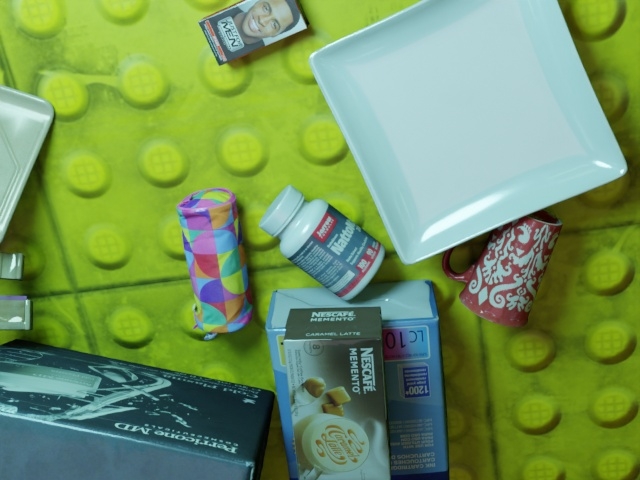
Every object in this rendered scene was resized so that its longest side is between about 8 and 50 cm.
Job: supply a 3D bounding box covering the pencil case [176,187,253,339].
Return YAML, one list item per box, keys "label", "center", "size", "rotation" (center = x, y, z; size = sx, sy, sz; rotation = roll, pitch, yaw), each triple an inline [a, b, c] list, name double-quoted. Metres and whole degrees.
- label: "pencil case"
  center: [-0.169, 0.037, 1.334]
  size: [0.104, 0.104, 0.236]
  rotation: [-2, 112, 6]

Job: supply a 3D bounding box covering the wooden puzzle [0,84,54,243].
- label: "wooden puzzle"
  center: [-0.545, -0.130, 1.275]
  size: [0.221, 0.044, 0.238]
  rotation: [18, 77, -3]

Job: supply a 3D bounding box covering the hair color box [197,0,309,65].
- label: "hair color box"
  center: [-0.095, -0.311, 1.205]
  size: [0.141, 0.043, 0.072]
  rotation: [-21, 109, 13]

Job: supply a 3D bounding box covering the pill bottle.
- label: "pill bottle"
  center: [0.000, 0.000, 1.296]
  size: [0.180, 0.108, 0.108]
  rotation: [37, 111, -11]

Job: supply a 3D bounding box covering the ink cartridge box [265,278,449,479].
- label: "ink cartridge box"
  center: [0.072, 0.276, 1.391]
  size: [0.270, 0.151, 0.395]
  rotation: [-4, 114, 7]

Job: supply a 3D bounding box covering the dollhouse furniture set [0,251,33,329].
- label: "dollhouse furniture set"
  center: [-0.616, -0.002, 1.374]
  size: [0.286, 0.198, 0.303]
  rotation: [2, 83, -19]

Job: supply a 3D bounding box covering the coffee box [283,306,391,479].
- label: "coffee box"
  center: [0.029, 0.227, 1.237]
  size: [0.141, 0.098, 0.246]
  rotation: [-2, 113, 6]

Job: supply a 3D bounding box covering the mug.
- label: "mug"
  center: [0.278, 0.028, 1.283]
  size: [0.150, 0.113, 0.169]
  rotation: [14, 111, -13]

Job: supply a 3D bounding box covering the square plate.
- label: "square plate"
  center: [0.208, -0.182, 1.206]
  size: [0.347, 0.049, 0.344]
  rotation: [-24, 98, 14]

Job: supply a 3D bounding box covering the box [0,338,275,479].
- label: "box"
  center: [-0.335, 0.355, 1.248]
  size: [0.480, 0.472, 0.297]
  rotation: [12, 92, -1]
